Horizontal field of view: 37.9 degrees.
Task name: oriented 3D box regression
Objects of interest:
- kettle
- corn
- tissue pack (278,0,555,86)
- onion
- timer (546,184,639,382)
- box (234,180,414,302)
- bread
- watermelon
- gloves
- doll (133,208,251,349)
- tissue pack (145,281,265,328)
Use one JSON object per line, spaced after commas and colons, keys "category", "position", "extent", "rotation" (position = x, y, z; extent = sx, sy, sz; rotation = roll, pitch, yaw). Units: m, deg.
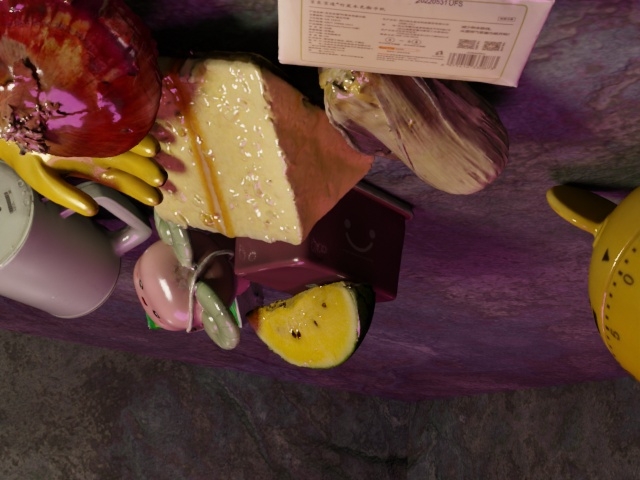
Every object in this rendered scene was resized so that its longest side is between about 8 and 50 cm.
{"category": "kettle", "position": [-0.480, -0.013, 1.605], "extent": [0.205, 0.265, 0.318], "rotation": [32, 173, 24]}
{"category": "corn", "position": [0.112, -0.148, 1.073], "extent": [0.123, 0.122, 0.305], "rotation": [0, 161, 41]}
{"category": "tissue pack", "position": [0.082, -0.229, 0.827], "extent": [0.234, 0.125, 0.159], "rotation": [5, 161, 1]}
{"category": "onion", "position": [-0.287, -0.169, 0.971], "extent": [0.230, 0.163, 0.230], "rotation": [16, 134, 17]}
{"category": "timer", "position": [0.529, 0.044, 1.301], "extent": [0.376, 0.376, 0.387], "rotation": [12, -156, -21]}
{"category": "box", "position": [0.000, 0.000, 1.505], "extent": [0.193, 0.167, 0.294], "rotation": [-9, 158, 42]}
{"category": "bread", "position": [-0.095, -0.152, 1.119], "extent": [0.263, 0.198, 0.236], "rotation": [10, 138, 37]}
{"category": "watermelon", "position": [-0.002, 0.128, 1.494], "extent": [0.129, 0.123, 0.301], "rotation": [37, 148, -21]}
{"category": "gloves", "position": [-0.310, -0.123, 1.141], "extent": [0.294, 0.116, 0.133], "rotation": [17, 140, 22]}
{"category": "doll", "position": [-0.212, 0.055, 1.629], "extent": [0.216, 0.284, 0.268], "rotation": [-27, -179, -19]}
{"category": "tissue pack", "position": [-0.242, 0.085, 1.904], "extent": [0.209, 0.156, 0.148], "rotation": [-3, -163, 19]}
